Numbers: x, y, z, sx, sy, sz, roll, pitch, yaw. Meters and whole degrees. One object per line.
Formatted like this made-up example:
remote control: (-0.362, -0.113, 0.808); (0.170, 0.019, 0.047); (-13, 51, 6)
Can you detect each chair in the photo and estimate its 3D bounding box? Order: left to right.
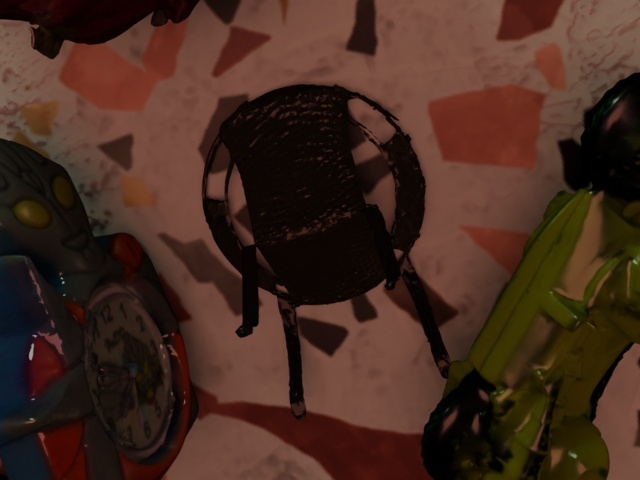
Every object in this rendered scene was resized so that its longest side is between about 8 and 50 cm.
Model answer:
chair: (0.000, 0.000, 0.871); (0.174, 0.149, 0.213); (-18, 58, 10)

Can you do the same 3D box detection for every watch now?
watch: (-0.266, 0.086, 0.846); (0.275, 0.241, 0.305); (-20, 101, 21)

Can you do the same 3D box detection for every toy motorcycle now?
toy motorcycle: (0.203, 0.047, 0.831); (0.206, 0.142, 0.342); (16, 110, -28)

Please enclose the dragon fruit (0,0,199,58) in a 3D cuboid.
dragon fruit: (-0.149, -0.277, 0.708); (0.329, 0.329, 0.329); (1, 102, 3)
